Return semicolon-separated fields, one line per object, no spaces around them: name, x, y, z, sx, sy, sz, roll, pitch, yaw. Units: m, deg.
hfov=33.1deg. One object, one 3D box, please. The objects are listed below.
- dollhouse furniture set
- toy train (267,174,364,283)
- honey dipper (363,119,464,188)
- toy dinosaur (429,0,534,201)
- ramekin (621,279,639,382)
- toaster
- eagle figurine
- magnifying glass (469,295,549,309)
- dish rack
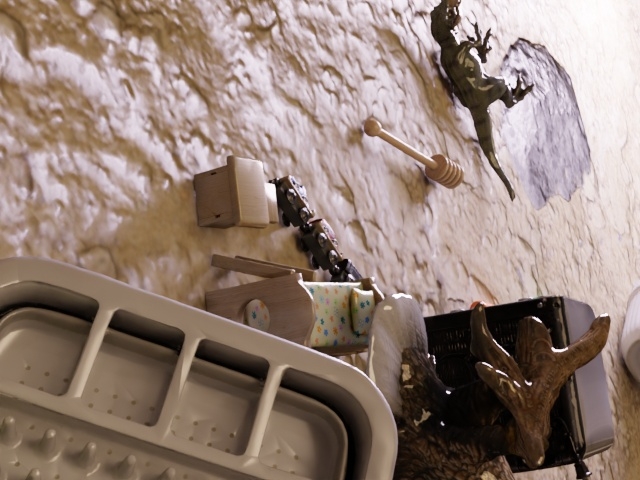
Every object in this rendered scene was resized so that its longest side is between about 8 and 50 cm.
dollhouse furniture set;-0.001;0.014;0.897;0.182;0.101;0.160;4;76;-55
toy train;0.000;0.000;0.970;0.158;0.027;0.036;55;36;-29
honey dipper;0.097;-0.092;1.143;0.161;0.030;0.030;23;61;-45
toy dinosaur;0.196;-0.189;1.291;0.118;0.064;0.268;-49;121;-43
ramekin;0.529;0.145;1.536;0.207;0.207;0.109;55;49;-29
toaster;0.193;0.151;1.072;0.110;0.168;0.185;6;73;-55
eagle figurine;0.097;0.198;0.887;0.226;0.298;0.225;6;52;-32
magnifying glass;0.242;0.103;1.291;0.231;0.026;0.092;19;64;-53
dish rack;-0.119;0.192;0.606;0.286;0.072;0.332;20;55;-9
